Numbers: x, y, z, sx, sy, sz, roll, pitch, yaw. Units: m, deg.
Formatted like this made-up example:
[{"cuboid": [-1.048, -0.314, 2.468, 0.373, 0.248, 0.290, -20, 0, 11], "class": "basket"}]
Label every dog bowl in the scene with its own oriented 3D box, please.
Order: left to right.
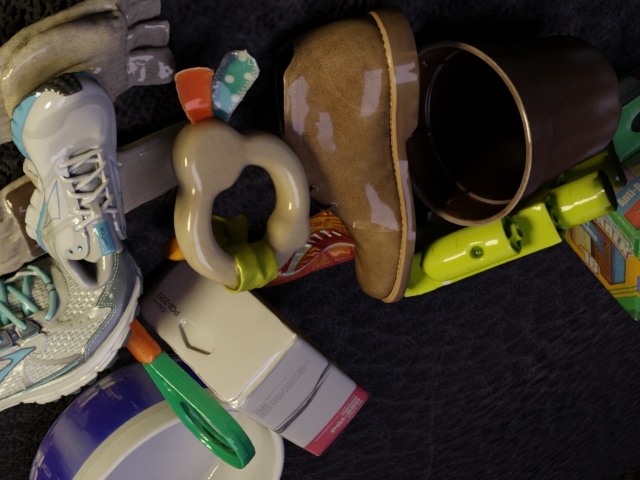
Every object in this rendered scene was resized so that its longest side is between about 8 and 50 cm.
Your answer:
[{"cuboid": [-0.175, 0.258, 1.053, 0.265, 0.104, 0.265, -23, 132, -28], "class": "dog bowl"}]

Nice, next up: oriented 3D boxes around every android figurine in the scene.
[{"cuboid": [0.173, -0.018, 0.995, 0.273, 0.056, 0.248, -21, -170, 30], "class": "android figurine"}]

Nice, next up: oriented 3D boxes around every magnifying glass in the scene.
[{"cuboid": [-0.140, 0.124, 0.896, 0.026, 0.231, 0.092, -47, -161, -24], "class": "magnifying glass"}]

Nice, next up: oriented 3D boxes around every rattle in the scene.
[{"cuboid": [-0.095, -0.064, 0.776, 0.130, 0.143, 0.200, -34, 125, -10], "class": "rattle"}]

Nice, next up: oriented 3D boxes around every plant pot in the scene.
[{"cuboid": [0.179, -0.116, 0.896, 0.165, 0.167, 0.167, -21, 148, -36], "class": "plant pot"}]

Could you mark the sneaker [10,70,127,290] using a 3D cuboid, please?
[{"cuboid": [-0.160, -0.033, 0.663, 0.071, 0.083, 0.191, -25, 153, -24], "class": "sneaker"}]

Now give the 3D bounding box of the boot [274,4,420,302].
[{"cuboid": [0.023, -0.060, 0.864, 0.115, 0.112, 0.305, -14, 131, -8], "class": "boot"}]

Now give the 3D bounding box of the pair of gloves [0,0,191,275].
[{"cuboid": [-0.188, -0.073, 0.705, 0.204, 0.042, 0.240, -32, 156, -15], "class": "pair of gloves"}]

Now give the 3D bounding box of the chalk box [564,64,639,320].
[{"cuboid": [0.378, -0.073, 1.105, 0.180, 0.179, 0.289, -34, 149, -2], "class": "chalk box"}]

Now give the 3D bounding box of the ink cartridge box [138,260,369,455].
[{"cuboid": [-0.062, 0.112, 0.963, 0.092, 0.158, 0.218, -49, 149, -2], "class": "ink cartridge box"}]

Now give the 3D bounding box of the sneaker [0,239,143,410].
[{"cuboid": [-0.273, 0.086, 0.789, 0.283, 0.110, 0.122, -37, 146, 4], "class": "sneaker"}]

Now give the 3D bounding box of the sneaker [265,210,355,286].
[{"cuboid": [0.000, 0.000, 0.986, 0.175, 0.064, 0.067, -15, 170, -28], "class": "sneaker"}]
